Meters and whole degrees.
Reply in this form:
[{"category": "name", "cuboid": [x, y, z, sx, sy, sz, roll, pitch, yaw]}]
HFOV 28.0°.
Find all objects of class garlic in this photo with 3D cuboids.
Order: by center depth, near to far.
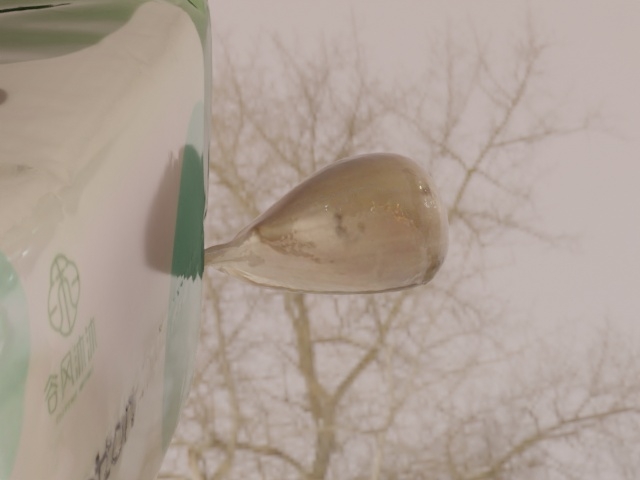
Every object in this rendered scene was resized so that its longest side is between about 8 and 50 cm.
[{"category": "garlic", "cuboid": [-0.002, -0.002, 0.939, 0.266, 0.128, 0.148, 1, -49, -46]}]

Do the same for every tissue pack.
[{"category": "tissue pack", "cuboid": [-0.168, 0.043, 0.590, 0.194, 0.356, 0.266, 8, -63, 5]}]
